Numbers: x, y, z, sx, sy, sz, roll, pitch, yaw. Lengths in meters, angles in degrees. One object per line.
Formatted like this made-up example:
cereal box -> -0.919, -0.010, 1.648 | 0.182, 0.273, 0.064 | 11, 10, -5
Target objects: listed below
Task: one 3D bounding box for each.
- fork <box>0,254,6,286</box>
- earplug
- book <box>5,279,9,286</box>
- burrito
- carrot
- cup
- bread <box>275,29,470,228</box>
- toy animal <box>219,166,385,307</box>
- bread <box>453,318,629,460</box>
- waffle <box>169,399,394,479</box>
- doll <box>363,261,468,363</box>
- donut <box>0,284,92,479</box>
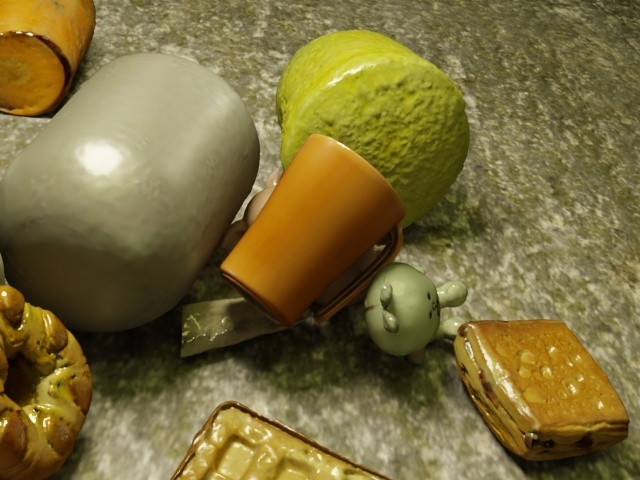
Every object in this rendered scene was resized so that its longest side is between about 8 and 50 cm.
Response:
fork -> -0.404, 0.084, 1.070 | 0.028, 0.220, 0.034 | 6, 35, 19
earplug -> -0.288, -0.058, 1.212 | 0.312, 0.313, 0.394 | 18, 36, 3
book -> -0.499, 0.042, 1.252 | 0.127, 0.014, 0.182 | -13, 45, -33
burrito -> -0.120, 0.116, 1.254 | 0.226, 0.060, 0.087 | -10, 48, -30
carrot -> -0.566, -0.417, 1.669 | 0.224, 0.224, 0.341 | 5, 41, -14
cup -> 0.000, 0.000, 1.212 | 0.264, 0.226, 0.182 | -50, 29, -11
bread -> 0.073, -0.204, 1.542 | 0.348, 0.348, 0.308 | 2, 27, -18
toy animal -> -0.015, 0.005, 1.365 | 0.250, 0.154, 0.166 | 38, 50, 1
bread -> 0.320, 0.219, 1.246 | 0.210, 0.099, 0.235 | 0, 41, -25
waffle -> -0.027, 0.354, 0.959 | 0.348, 0.078, 0.304 | 24, 36, 11
doll -> 0.131, 0.109, 1.263 | 0.113, 0.155, 0.275 | -6, -8, 31
donut -> -0.367, 0.170, 0.966 | 0.113, 0.227, 0.227 | -18, 31, 19
